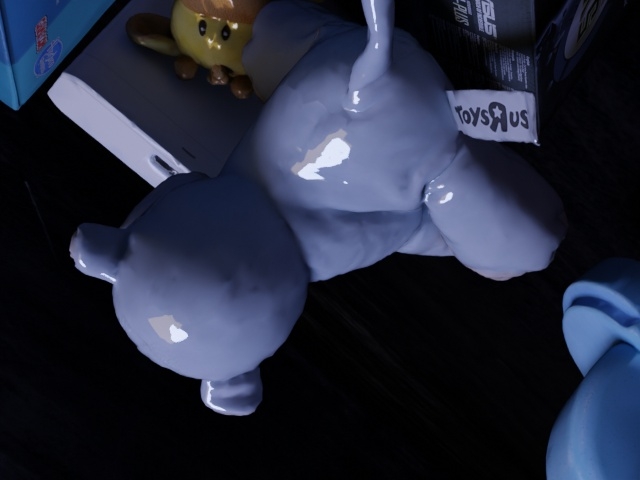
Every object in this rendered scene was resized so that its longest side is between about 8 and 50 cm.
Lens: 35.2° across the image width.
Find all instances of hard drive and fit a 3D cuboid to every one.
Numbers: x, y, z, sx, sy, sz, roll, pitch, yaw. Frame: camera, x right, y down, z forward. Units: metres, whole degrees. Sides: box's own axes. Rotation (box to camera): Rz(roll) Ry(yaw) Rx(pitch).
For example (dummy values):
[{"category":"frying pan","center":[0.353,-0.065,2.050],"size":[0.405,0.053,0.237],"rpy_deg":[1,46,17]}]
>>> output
[{"category":"hard drive","center":[-0.067,-0.142,0.840],"size":[0.203,0.307,0.040],"rpy_deg":[40,132,-14]}]

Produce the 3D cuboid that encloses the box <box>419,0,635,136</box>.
[{"category":"box","center":[0.125,-0.172,0.562],"size":[0.078,0.147,0.180],"rpy_deg":[30,164,25]}]

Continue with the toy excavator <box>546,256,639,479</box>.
[{"category":"toy excavator","center":[0.274,0.244,0.767],"size":[0.433,0.445,0.222],"rpy_deg":[51,171,19]}]

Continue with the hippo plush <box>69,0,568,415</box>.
[{"category":"hippo plush","center":[0.000,0.000,0.620],"size":[0.234,0.236,0.294],"rpy_deg":[42,179,-15]}]

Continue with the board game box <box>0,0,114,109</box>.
[{"category":"board game box","center":[-0.050,-0.230,0.408],"size":[0.079,0.336,0.254],"rpy_deg":[38,165,-7]}]

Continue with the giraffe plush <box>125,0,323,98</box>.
[{"category":"giraffe plush","center":[-0.059,-0.200,0.752],"size":[0.181,0.170,0.210],"rpy_deg":[7,147,29]}]
